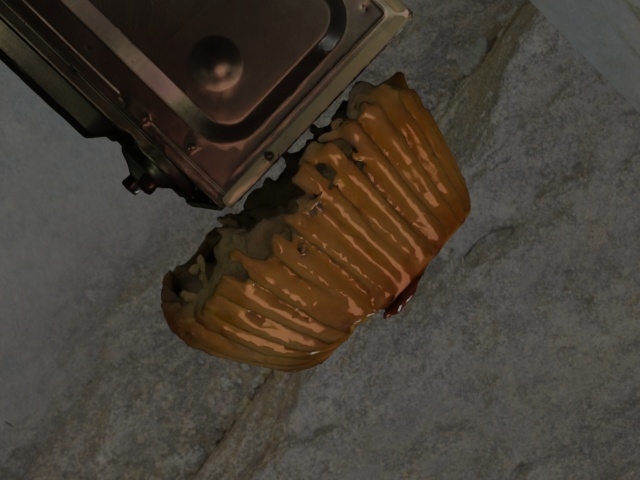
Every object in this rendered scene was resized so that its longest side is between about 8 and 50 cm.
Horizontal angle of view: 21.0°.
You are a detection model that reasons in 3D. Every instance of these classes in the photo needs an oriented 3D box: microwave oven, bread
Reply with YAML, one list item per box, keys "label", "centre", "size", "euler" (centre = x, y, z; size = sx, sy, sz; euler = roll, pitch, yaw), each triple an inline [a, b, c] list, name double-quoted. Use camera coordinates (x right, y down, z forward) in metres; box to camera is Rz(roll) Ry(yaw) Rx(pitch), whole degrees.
- label: "microwave oven"
  centre: [-0.172, -0.224, 1.424]
  size: [0.247, 0.394, 0.333]
  euler: [-47, -172, -4]
- label: "bread"
  centre: [0.000, 0.000, 1.368]
  size: [0.274, 0.149, 0.274]
  euler: [-43, -178, 2]
